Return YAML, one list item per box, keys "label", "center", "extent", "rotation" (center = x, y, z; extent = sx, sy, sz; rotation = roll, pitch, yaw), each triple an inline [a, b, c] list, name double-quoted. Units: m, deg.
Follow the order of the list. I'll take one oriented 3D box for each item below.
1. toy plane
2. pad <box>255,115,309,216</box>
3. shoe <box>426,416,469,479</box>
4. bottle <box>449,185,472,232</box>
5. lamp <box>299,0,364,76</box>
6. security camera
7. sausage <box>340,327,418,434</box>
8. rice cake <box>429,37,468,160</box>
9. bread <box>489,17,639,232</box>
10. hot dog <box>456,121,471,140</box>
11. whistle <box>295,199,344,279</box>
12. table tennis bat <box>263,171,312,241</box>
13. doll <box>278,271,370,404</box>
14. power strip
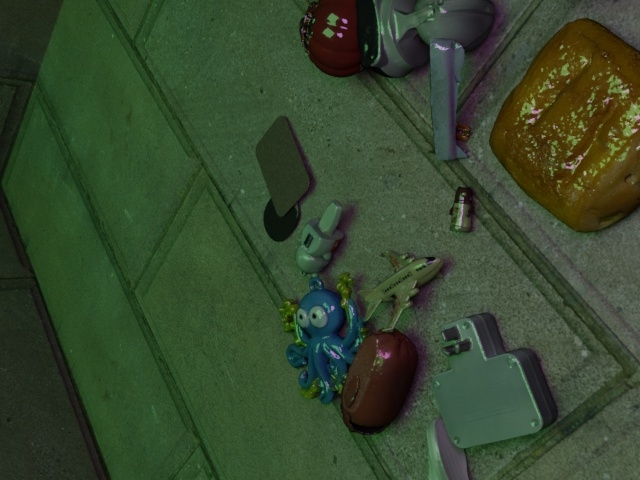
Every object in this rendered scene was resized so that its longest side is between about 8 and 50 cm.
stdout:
- label: "toy plane"
  center: [0.191, 0.100, 1.575]
  extent: [0.244, 0.092, 0.228]
  rotation: [-28, 43, 32]
- label: "pad"
  center: [-0.113, -0.215, 1.938]
  extent: [0.176, 0.002, 0.266]
  rotation: [-44, 56, 40]
- label: "shoe"
  center: [0.271, 0.535, 1.508]
  extent: [0.110, 0.095, 0.264]
  rotation: [-29, 72, 43]
- label: "bottle"
  center: [0.312, -0.069, 1.491]
  extent: [0.063, 0.047, 0.101]
  rotation: [7, 94, 36]
- label: "lamp"
  center: [0.052, -0.509, 1.630]
  extent: [0.227, 0.227, 0.226]
  rotation: [1, 91, 46]
- label: "security camera"
  center: [0.236, -0.473, 1.464]
  extent: [0.277, 0.191, 0.196]
  rotation: [-4, 92, 44]
- label: "sausage"
  center: [0.136, 0.337, 1.603]
  extent: [0.152, 0.152, 0.279]
  rotation: [36, 116, 40]
- label: "rice cake"
  center: [0.273, -0.294, 1.439]
  extent: [0.081, 0.051, 0.290]
  rotation: [4, 131, 19]
- label: "bread"
  center: [0.480, -0.204, 1.244]
  extent: [0.328, 0.148, 0.337]
  rotation: [-54, 54, 32]
- label: "hot dog"
  center: [0.302, -0.248, 1.517]
  extent: [0.083, 0.021, 0.037]
  rotation: [26, 110, 44]
- label: "whistle"
  center: [-0.002, -0.001, 1.776]
  extent: [0.102, 0.106, 0.253]
  rotation: [30, 123, 8]
- label: "table tennis bat"
  center: [-0.094, -0.102, 1.927]
  extent: [0.246, 0.022, 0.138]
  rotation: [-53, 55, 34]
- label: "doll"
  center: [-0.005, 0.263, 1.782]
  extent: [0.346, 0.099, 0.340]
  rotation: [-10, 83, 49]
- label: "power strip"
  center: [0.334, 0.290, 1.413]
  extent: [0.230, 0.141, 0.260]
  rotation: [-29, 73, 41]
